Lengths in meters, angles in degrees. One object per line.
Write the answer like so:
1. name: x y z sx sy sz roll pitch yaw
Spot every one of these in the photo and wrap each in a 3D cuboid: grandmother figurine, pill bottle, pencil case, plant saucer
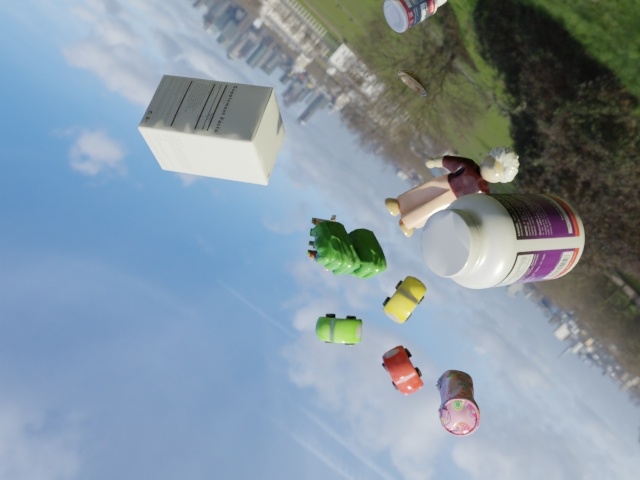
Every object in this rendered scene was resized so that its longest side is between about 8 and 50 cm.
1. grandmother figurine: 0.344 -0.126 1.520 0.208 0.342 0.104 49 -148 -17
2. pill bottle: 0.291 -0.717 1.820 0.108 0.180 0.108 52 166 18
3. pill bottle: 0.354 -0.002 1.180 0.322 0.182 0.181 -2 -141 -35
4. pencil case: 0.409 0.480 1.809 0.124 0.124 0.284 44 -169 2
5. plant saucer: 0.216 -0.367 1.391 0.083 0.015 0.083 40 -177 -2

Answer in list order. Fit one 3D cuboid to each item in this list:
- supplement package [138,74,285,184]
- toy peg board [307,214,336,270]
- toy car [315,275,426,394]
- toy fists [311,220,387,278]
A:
1. supplement package: -0.258 -0.272 1.486 0.292 0.175 0.178 10 153 13
2. toy peg board: 0.000 0.000 1.893 0.079 0.161 0.160 7 -173 3
3. toy car: 0.098 0.186 1.208 0.224 0.239 0.053 3 176 8
4. toy fists: 0.086 0.039 1.728 0.279 0.096 0.142 13 -136 -48
